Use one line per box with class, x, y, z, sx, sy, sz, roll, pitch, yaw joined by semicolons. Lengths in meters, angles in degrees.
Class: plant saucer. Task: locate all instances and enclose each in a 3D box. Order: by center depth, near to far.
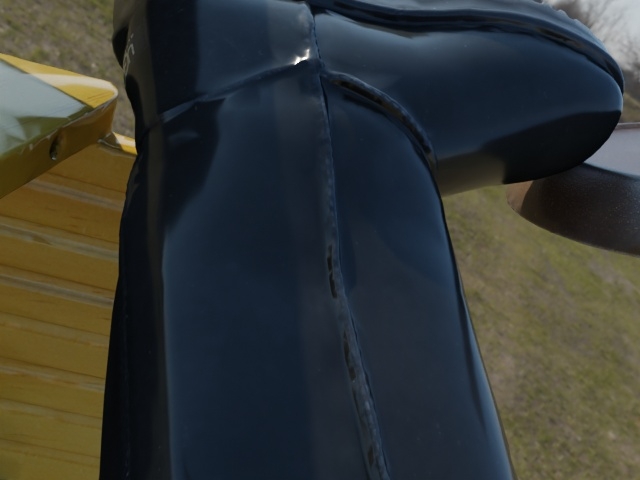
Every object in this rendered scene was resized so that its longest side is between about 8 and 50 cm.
plant saucer;0.305;-0.049;0.660;0.310;0.050;0.310;-1;18;0

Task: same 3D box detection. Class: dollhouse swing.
dollhouse swing;-0.165;0.107;0.508;0.305;0.347;0.315;22;24;1

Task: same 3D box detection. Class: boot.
boot;0.068;0.050;0.451;0.367;0.146;0.445;5;52;-20
